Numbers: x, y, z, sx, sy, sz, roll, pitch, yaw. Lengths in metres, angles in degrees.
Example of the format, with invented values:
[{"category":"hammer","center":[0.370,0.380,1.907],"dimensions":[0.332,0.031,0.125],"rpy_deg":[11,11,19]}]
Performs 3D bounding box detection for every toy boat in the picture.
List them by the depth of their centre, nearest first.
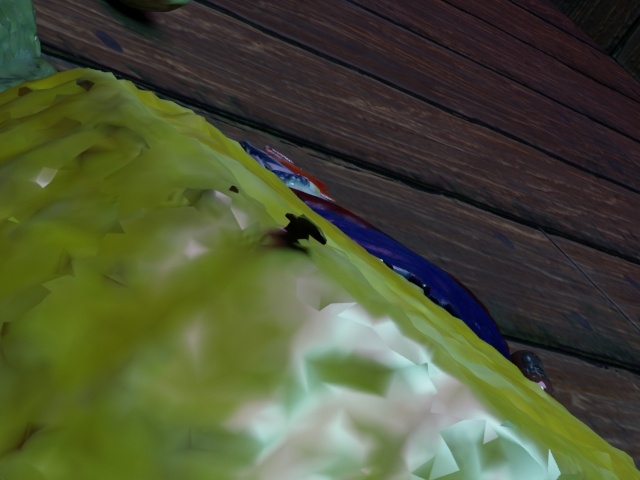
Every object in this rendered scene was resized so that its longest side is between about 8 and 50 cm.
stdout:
[{"category":"toy boat","center":[0.022,0.017,1.107],"dimensions":[0.219,0.072,0.318],"rpy_deg":[36,6,0]}]

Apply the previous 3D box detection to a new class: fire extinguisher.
[{"category":"fire extinguisher","center":[0.122,0.086,1.160],"dimensions":[0.046,0.032,0.100],"rpy_deg":[48,8,-8]}]

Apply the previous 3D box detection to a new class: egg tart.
[{"category":"egg tart","center":[-0.022,0.076,0.496],"dimensions":[0.388,0.169,0.388],"rpy_deg":[35,0,0]}]

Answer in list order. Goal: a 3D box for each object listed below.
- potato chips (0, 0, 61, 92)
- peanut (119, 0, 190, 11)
[{"category":"potato chips","center":[-0.204,-0.111,0.804],"dimensions":[0.358,0.070,0.429],"rpy_deg":[51,14,-9]},{"category":"peanut","center":[-0.144,-0.243,1.365],"dimensions":[0.103,0.098,0.229],"rpy_deg":[3,32,-18]}]
